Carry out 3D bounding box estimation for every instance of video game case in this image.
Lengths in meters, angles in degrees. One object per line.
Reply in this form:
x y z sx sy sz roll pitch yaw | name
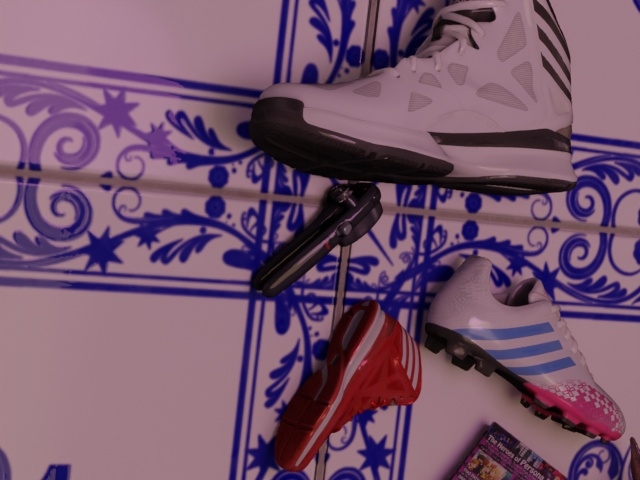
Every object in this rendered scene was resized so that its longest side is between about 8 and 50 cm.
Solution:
0.241 0.375 1.700 0.232 0.042 0.210 37 76 9 | video game case

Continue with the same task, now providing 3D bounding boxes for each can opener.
0.000 0.000 1.583 0.186 0.059 0.073 -41 113 -18 | can opener

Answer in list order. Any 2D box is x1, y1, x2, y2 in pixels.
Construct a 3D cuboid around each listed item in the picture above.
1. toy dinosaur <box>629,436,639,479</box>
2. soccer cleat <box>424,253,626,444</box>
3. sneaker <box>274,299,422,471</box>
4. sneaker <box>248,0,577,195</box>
0.398 0.412 1.765 0.127 0.200 0.296 30 81 -27 | toy dinosaur
0.277 0.135 1.715 0.331 0.116 0.143 33 81 -27 | soccer cleat
0.048 0.192 1.618 0.128 0.087 0.221 37 80 -25 | sneaker
0.113 -0.196 1.586 0.447 0.169 0.258 5 85 -36 | sneaker
